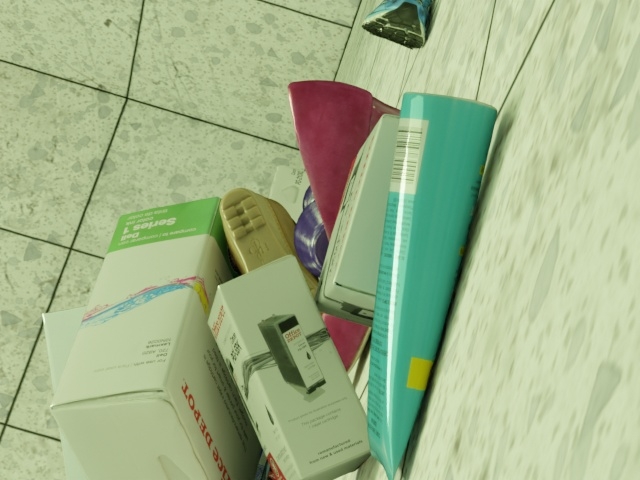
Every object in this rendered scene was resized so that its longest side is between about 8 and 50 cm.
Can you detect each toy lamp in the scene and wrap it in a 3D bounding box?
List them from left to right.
[{"bbox_3d":[0.015,-0.013,1.410,0.274,0.080,0.080,-95,22,-83],"label":"toy lamp"}]

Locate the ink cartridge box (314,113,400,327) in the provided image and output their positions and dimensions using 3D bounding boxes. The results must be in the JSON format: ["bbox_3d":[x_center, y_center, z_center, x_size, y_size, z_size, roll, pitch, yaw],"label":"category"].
[{"bbox_3d":[0.043,-0.007,0.978,0.150,0.063,0.109,121,165,-80],"label":"ink cartridge box"}]

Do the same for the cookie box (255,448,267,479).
[{"bbox_3d":[-0.041,0.199,1.618,0.092,0.040,0.107,-81,9,-74],"label":"cookie box"}]

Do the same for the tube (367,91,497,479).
[{"bbox_3d":[0.051,0.024,0.861,0.080,0.052,0.207,-114,35,-88],"label":"tube"}]

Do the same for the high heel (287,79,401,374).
[{"bbox_3d":[0.000,0.000,1.218,0.082,0.117,0.244,-82,10,-70],"label":"high heel"}]

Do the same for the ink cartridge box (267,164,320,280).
[{"bbox_3d":[-0.042,0.055,1.856,0.172,0.100,0.237,-81,7,-66],"label":"ink cartridge box"}]

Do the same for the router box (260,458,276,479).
[{"bbox_3d":[-0.043,0.249,1.411,0.092,0.038,0.122,-81,8,-73],"label":"router box"}]

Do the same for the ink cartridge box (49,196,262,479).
[{"bbox_3d":[-0.134,0.126,1.473,0.278,0.117,0.201,-78,-26,-51],"label":"ink cartridge box"}]

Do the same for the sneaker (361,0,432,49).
[{"bbox_3d":[0.081,-0.234,1.571,0.162,0.063,0.073,-102,32,-83],"label":"sneaker"}]

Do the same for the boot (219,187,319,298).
[{"bbox_3d":[-0.017,0.080,1.472,0.207,0.090,0.248,53,-163,-63],"label":"boot"}]

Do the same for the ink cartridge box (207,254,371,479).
[{"bbox_3d":[-0.021,0.090,1.022,0.099,0.056,0.135,114,133,-71],"label":"ink cartridge box"}]

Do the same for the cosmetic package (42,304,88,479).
[{"bbox_3d":[-0.179,0.219,1.715,0.377,0.097,0.284,32,-130,-78],"label":"cosmetic package"}]
